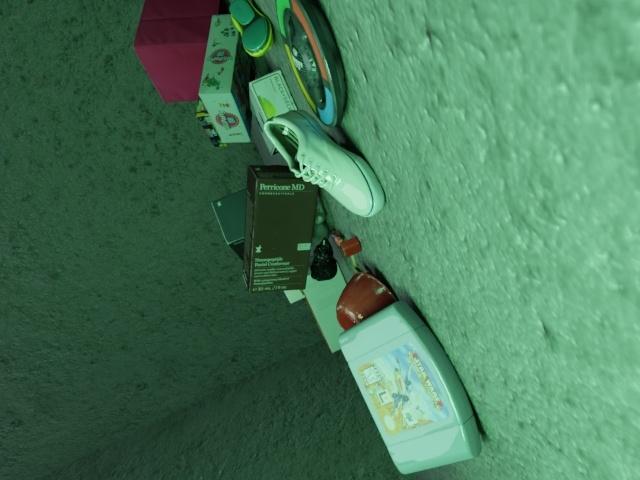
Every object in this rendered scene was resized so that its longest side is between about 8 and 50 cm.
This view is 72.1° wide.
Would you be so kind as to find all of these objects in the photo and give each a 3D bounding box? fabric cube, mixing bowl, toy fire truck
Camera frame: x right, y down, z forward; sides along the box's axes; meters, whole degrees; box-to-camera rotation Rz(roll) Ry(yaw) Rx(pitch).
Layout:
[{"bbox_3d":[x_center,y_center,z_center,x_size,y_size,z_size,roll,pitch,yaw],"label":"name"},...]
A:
[{"bbox_3d":[-0.439,-0.656,1.501,0.254,0.259,0.258,77,-168,-64],"label":"fabric cube"},{"bbox_3d":[0.101,0.175,1.038,0.181,0.098,0.181,42,152,29],"label":"mixing bowl"},{"bbox_3d":[0.109,0.093,1.152,0.192,0.047,0.135,72,171,-54],"label":"toy fire truck"}]

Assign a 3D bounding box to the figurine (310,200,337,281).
[{"bbox_3d":[0.000,0.000,1.426,0.209,0.093,0.214,93,166,-67],"label":"figurine"}]

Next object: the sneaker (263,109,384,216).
[{"bbox_3d":[-0.003,-0.127,0.762,0.258,0.091,0.094,46,139,22],"label":"sneaker"}]

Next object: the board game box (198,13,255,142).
[{"bbox_3d":[-0.271,-0.484,1.330,0.224,0.098,0.302,77,-167,-66],"label":"board game box"}]

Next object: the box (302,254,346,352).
[{"bbox_3d":[0.033,0.245,1.816,0.345,0.169,0.215,67,174,-16],"label":"box"}]

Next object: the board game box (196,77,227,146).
[{"bbox_3d":[-0.335,-0.400,1.385,0.170,0.048,0.140,74,-167,-69],"label":"board game box"}]

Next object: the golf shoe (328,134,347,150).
[{"bbox_3d":[0.012,-0.162,0.900,0.086,0.069,0.176,62,177,-31],"label":"golf shoe"}]

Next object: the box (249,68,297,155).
[{"bbox_3d":[-0.127,-0.346,1.234,0.290,0.087,0.169,-150,36,-79],"label":"box"}]

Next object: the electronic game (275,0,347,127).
[{"bbox_3d":[-0.019,-0.293,0.712,0.229,0.048,0.229,156,90,-84],"label":"electronic game"}]

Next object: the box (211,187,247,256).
[{"bbox_3d":[-0.208,-0.089,1.724,0.312,0.344,0.178,87,159,-76],"label":"box"}]

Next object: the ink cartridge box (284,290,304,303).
[{"bbox_3d":[-0.064,0.169,2.009,0.172,0.238,0.100,-131,17,-70],"label":"ink cartridge box"}]

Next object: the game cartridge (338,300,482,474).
[{"bbox_3d":[0.165,0.276,0.836,0.198,0.062,0.297,-43,67,42],"label":"game cartridge"}]

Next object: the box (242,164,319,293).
[{"bbox_3d":[-0.129,-0.032,1.357,0.143,0.191,0.380,-128,39,-58],"label":"box"}]

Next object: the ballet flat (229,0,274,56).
[{"bbox_3d":[-0.146,-0.479,1.011,0.077,0.077,0.230,38,-159,-53],"label":"ballet flat"}]

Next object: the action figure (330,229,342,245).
[{"bbox_3d":[0.052,-0.007,1.316,0.038,0.030,0.115,62,-179,-11],"label":"action figure"}]
